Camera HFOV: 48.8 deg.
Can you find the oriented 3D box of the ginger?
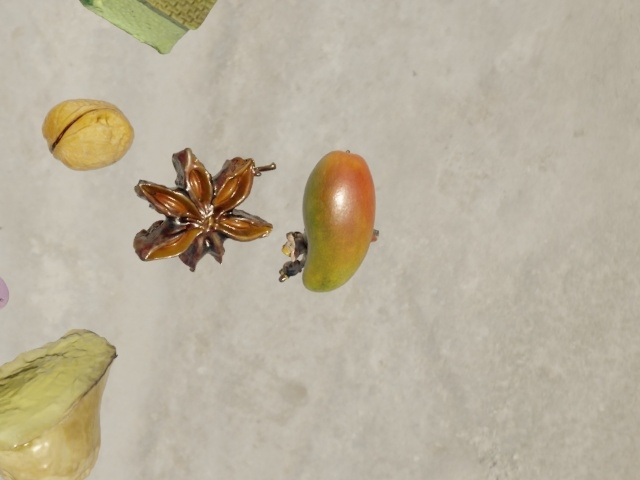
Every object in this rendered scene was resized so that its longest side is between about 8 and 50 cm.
[{"bbox_3d":[-0.267,0.180,0.740,0.115,0.193,0.123,-7,117,24],"label":"ginger"}]

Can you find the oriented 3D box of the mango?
[{"bbox_3d":[0.036,-0.033,1.395,0.129,0.146,0.289,-143,49,-59],"label":"mango"}]

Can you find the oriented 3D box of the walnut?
[{"bbox_3d":[-0.454,-0.207,1.367,0.144,0.180,0.144,11,113,27],"label":"walnut"}]

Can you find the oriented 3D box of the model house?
[{"bbox_3d":[-0.230,-0.427,1.055,0.195,0.214,0.189,32,160,-34],"label":"model house"}]

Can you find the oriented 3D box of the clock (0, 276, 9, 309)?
[{"bbox_3d":[-0.434,0.028,0.825,0.050,0.110,0.153,-27,71,39],"label":"clock"}]

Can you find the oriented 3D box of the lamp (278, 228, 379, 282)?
[{"bbox_3d":[0.000,0.000,1.524,0.253,0.118,0.118,-24,101,12],"label":"lamp"}]

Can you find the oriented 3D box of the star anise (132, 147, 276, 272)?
[{"bbox_3d":[-0.186,-0.042,1.083,0.125,0.220,0.190,13,96,57],"label":"star anise"}]
